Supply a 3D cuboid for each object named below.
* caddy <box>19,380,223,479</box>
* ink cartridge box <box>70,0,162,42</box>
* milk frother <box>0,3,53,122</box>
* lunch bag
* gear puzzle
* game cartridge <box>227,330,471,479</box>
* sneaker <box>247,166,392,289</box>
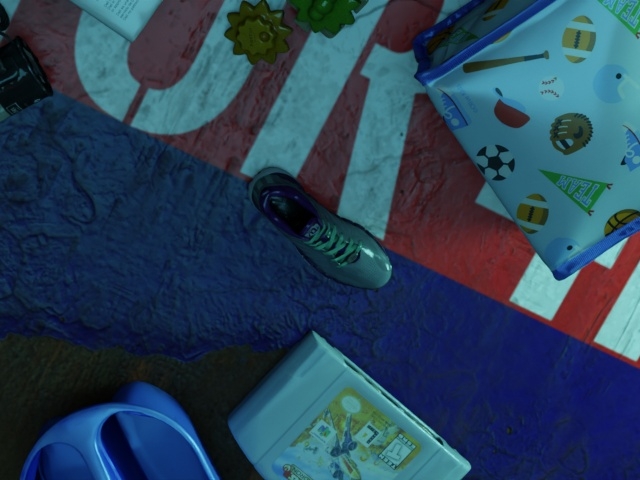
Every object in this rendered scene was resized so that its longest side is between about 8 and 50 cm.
[{"bbox_3d":[-0.241,0.351,2.009,0.241,0.179,0.341,-26,107,1],"label":"caddy"},{"bbox_3d":[-0.279,-0.403,1.815,0.289,0.121,0.211,35,100,-14],"label":"ink cartridge box"},{"bbox_3d":[-0.419,-0.211,1.880,0.135,0.129,0.143,-29,64,2],"label":"milk frother"},{"bbox_3d":[0.354,-0.202,1.887,0.385,0.239,0.328,-34,108,14],"label":"lunch bag"},{"bbox_3d":[-0.008,-0.332,1.849,0.175,0.044,0.339,41,122,-10],"label":"gear puzzle"},{"bbox_3d":[0.031,0.282,2.086,0.297,0.062,0.198,40,94,-15],"label":"game cartridge"},{"bbox_3d":[0.000,0.000,1.975,0.224,0.098,0.083,36,99,-14],"label":"sneaker"}]
